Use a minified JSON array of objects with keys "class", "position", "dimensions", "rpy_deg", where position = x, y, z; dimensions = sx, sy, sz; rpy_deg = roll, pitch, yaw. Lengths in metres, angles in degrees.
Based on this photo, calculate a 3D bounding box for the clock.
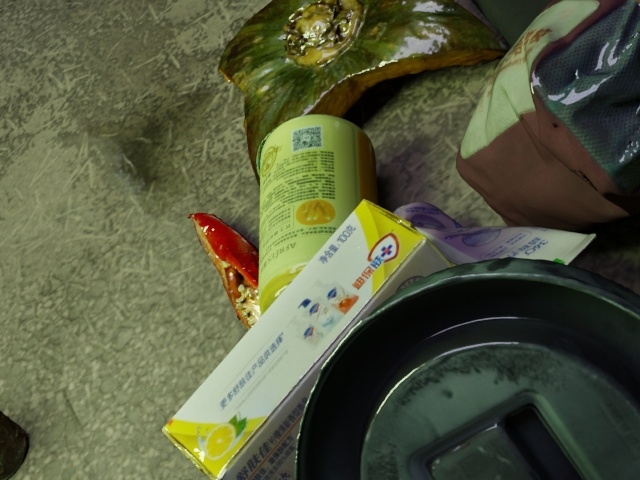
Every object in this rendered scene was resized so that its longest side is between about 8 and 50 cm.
[{"class":"clock","position":[0.138,0.161,1.104],"dimensions":[0.313,0.312,0.061],"rpy_deg":[-27,8,19]}]

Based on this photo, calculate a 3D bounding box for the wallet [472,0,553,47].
[{"class":"wallet","position":[0.230,-0.294,1.595],"dimensions":[0.197,0.051,0.377],"rpy_deg":[-30,41,2]}]

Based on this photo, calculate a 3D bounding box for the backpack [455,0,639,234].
[{"class":"backpack","position":[0.279,-0.145,1.315],"dimensions":[0.317,0.197,0.283],"rpy_deg":[-42,4,-14]}]

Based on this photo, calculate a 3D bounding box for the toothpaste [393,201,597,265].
[{"class":"toothpaste","position":[0.133,0.003,1.368],"dimensions":[0.075,0.048,0.301],"rpy_deg":[-24,17,-16]}]

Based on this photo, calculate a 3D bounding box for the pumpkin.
[{"class":"pumpkin","position":[0.022,-0.203,1.666],"dimensions":[0.290,0.095,0.258],"rpy_deg":[-36,44,15]}]

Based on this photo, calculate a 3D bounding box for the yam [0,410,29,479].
[{"class":"yam","position":[-0.364,0.186,1.611],"dimensions":[0.079,0.141,0.079],"rpy_deg":[-21,45,23]}]

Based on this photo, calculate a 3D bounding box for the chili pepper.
[{"class":"chili pepper","position":[-0.072,0.037,1.575],"dimensions":[0.050,0.059,0.268],"rpy_deg":[-7,31,-22]}]

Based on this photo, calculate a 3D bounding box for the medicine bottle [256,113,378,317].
[{"class":"medicine bottle","position":[0.000,0.000,1.490],"dimensions":[0.124,0.124,0.239],"rpy_deg":[-25,44,22]}]

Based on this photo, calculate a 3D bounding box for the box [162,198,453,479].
[{"class":"box","position":[0.021,0.121,1.329],"dimensions":[0.265,0.168,0.097],"rpy_deg":[-50,37,-6]}]
